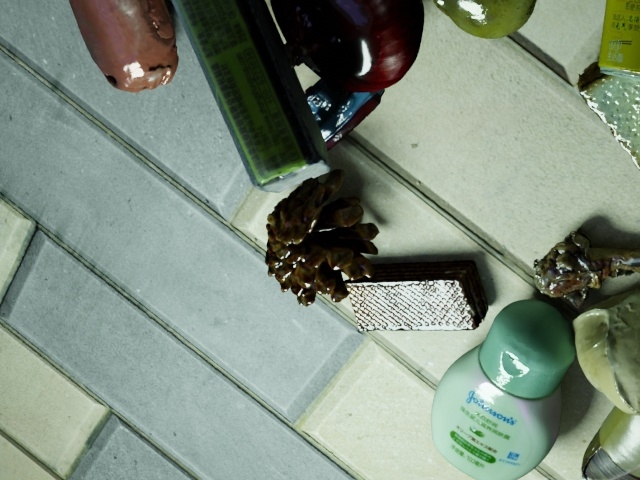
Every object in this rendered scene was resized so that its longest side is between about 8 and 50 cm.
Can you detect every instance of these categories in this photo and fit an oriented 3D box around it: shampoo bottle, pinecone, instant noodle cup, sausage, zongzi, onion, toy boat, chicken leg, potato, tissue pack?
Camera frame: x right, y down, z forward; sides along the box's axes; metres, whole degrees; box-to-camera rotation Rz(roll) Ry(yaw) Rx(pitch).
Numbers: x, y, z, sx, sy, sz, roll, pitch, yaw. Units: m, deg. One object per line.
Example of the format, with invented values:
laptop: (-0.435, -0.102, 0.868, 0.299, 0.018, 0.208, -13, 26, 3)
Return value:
shampoo bottle: (0.320, 0.247, 2.202, 0.222, 0.151, 0.350, 34, 132, 17)
pinecone: (0.002, 0.002, 2.191, 0.201, 0.202, 0.229, 48, 147, -6)
instant noodle cup: (0.448, -0.312, 1.634, 0.215, 0.215, 0.236, 14, 97, 22)
sausage: (-0.328, -0.379, 2.153, 0.152, 0.152, 0.280, -4, 118, 33)
zongzi: (0.606, 0.358, 2.093, 0.317, 0.154, 0.289, 35, 133, 15)
onion: (0.015, -0.328, 1.907, 0.273, 0.285, 0.273, 36, 151, 24)
toy boat: (0.008, -0.209, 2.101, 0.097, 0.100, 0.223, 41, 132, -12)
chicken leg: (0.428, 0.036, 2.047, 0.196, 0.080, 0.125, -29, 114, 33)
potato: (0.220, -0.400, 1.805, 0.197, 0.148, 0.228, 30, 137, 18)
tissue pack: (-0.113, -0.268, 1.941, 0.124, 0.288, 0.394, -24, 88, 4)

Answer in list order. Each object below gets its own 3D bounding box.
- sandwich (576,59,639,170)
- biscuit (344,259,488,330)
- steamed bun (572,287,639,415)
sandwich: (0.527, -0.182, 1.814, 0.249, 0.095, 0.273, -31, 103, 41)
biscuit: (0.159, 0.095, 2.246, 0.252, 0.070, 0.106, -2, 119, 33)
steamed bun: (0.462, 0.149, 2.018, 0.110, 0.231, 0.212, 38, 159, -23)
